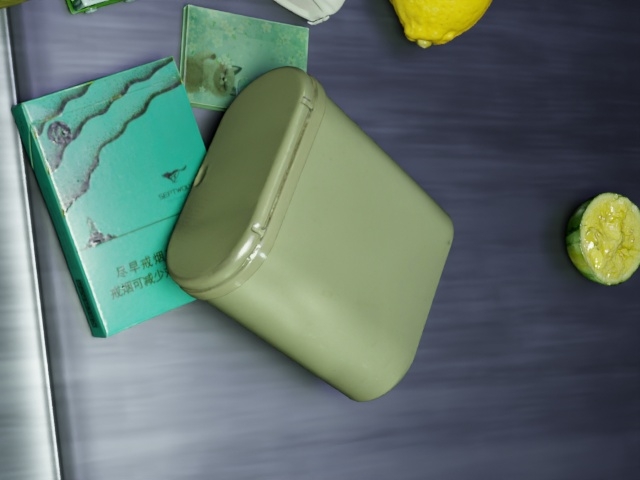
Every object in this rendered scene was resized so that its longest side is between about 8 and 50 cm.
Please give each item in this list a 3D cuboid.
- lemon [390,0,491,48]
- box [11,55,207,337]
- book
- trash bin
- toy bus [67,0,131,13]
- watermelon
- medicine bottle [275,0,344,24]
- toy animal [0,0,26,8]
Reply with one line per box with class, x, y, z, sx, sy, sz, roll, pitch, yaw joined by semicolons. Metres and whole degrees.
lemon;0.128;-0.276;1.432;0.114;0.114;0.155;23;87;-27
box;-0.174;-0.043;1.283;0.161;0.042;0.226;-23;98;-30
book;-0.075;-0.172;1.362;0.135;0.017;0.103;7;83;-29
trash bin;0.000;0.000;1.307;0.247;0.121;0.243;40;59;-33
toy bus;-0.196;-0.236;1.285;0.083;0.037;0.031;-21;97;-28
watermelon;0.314;-0.001;1.547;0.105;0.062;0.105;1;88;-37
medicine bottle;0.008;-0.339;1.385;0.115;0.078;0.219;34;72;-22
toy animal;-0.361;-0.221;1.107;0.363;0.180;0.181;-34;97;-28
